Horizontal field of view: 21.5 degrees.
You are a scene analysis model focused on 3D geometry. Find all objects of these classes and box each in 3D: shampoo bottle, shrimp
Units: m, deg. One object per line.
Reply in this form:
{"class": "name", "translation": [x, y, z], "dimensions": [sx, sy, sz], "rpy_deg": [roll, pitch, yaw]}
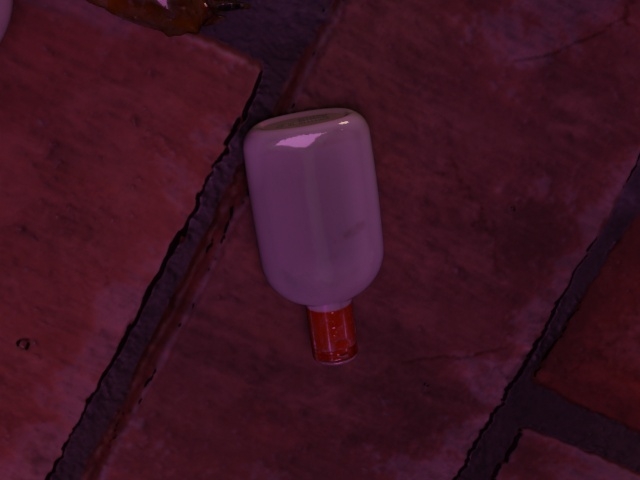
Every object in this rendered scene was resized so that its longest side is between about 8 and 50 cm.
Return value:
{"class": "shampoo bottle", "translation": [0.000, 0.000, 1.427], "dimensions": [0.108, 0.051, 0.221], "rpy_deg": [-10, 113, -6]}
{"class": "shrimp", "translation": [-0.134, -0.232, 1.309], "dimensions": [0.187, 0.051, 0.132], "rpy_deg": [31, 106, -16]}

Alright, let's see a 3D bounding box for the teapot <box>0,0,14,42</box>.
{"class": "teapot", "translation": [-0.310, -0.200, 1.277], "dimensions": [0.145, 0.092, 0.226], "rpy_deg": [-26, 113, 1]}
